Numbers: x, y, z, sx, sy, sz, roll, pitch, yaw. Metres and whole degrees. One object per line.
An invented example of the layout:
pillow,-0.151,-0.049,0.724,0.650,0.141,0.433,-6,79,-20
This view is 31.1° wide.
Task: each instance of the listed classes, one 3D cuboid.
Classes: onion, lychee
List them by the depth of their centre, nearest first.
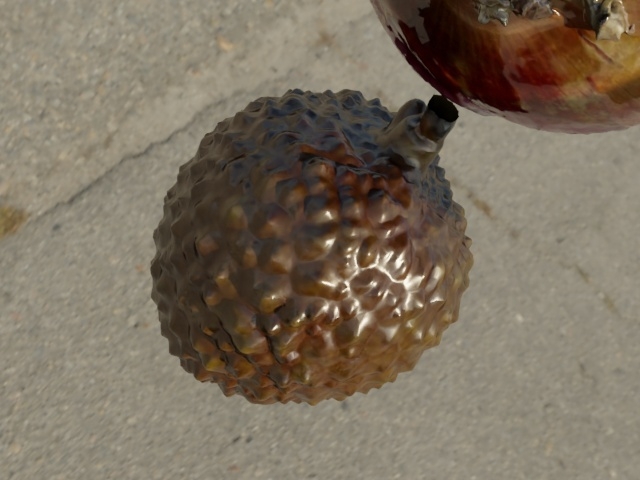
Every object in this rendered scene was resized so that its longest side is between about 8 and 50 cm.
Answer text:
onion,0.097,-0.144,0.513,0.230,0.230,0.163,49,53,1
lychee,0.000,0.000,0.671,0.200,0.238,0.200,30,36,-25
